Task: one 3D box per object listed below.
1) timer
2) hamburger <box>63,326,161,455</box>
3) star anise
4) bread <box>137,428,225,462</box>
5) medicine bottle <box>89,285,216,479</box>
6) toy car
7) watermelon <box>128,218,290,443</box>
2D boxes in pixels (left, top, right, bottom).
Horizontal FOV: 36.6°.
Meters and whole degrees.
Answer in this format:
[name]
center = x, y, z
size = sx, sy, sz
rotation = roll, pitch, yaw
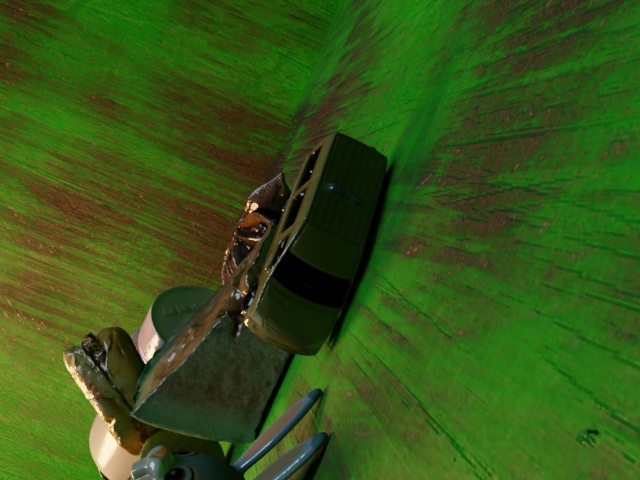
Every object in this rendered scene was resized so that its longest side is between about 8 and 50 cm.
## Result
[timer]
center = -0.116, 0.250, 0.965
size = 0.175, 0.175, 0.255
rotation = -98, 33, -75
[hamburger]
center = -0.314, 0.236, 1.522
size = 0.108, 0.213, 0.214
rotation = -29, 2, -10
[star anise]
center = -0.119, -0.011, 1.919
size = 0.315, 0.108, 0.315
rotation = -156, 90, -85
[bread]
center = -0.208, 0.343, 1.463
size = 0.111, 0.129, 0.114
rotation = -53, -7, -34
[medicine bottle]
center = -0.276, 0.275, 1.763
size = 0.213, 0.213, 0.378
rotation = -78, 13, -53
[toy car]
center = 0.000, 0.000, 1.100
size = 0.124, 0.101, 0.256
rotation = -53, 15, 50
[watermelon]
center = -0.116, 0.153, 1.386
size = 0.302, 0.151, 0.264
rotation = -45, 13, 21
